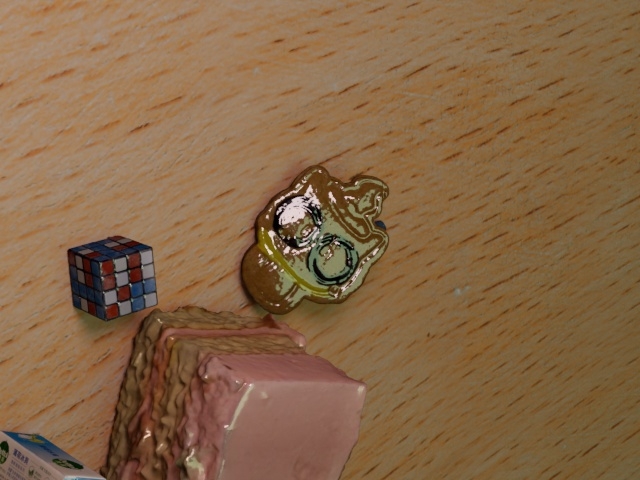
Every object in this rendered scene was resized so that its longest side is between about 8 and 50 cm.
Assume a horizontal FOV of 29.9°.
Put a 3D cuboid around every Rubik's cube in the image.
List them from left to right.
[{"bbox_3d":[-0.301,0.053,1.740,0.092,0.092,0.092,-18,113,-38],"label":"Rubik's cube"}]

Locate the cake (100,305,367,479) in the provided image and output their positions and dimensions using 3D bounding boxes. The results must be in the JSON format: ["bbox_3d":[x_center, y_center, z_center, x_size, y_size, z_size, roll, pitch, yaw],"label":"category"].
[{"bbox_3d":[-0.129,0.283,1.796,0.293,0.306,0.314,4,101,-36],"label":"cake"}]

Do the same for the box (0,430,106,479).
[{"bbox_3d":[-0.393,0.363,1.674,0.073,0.194,0.139,15,92,-42],"label":"box"}]

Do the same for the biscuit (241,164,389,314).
[{"bbox_3d":[0.000,0.000,1.960,0.290,0.041,0.208,-44,100,-7],"label":"biscuit"}]

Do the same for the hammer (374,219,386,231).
[{"bbox_3d":[0.052,0.002,2.071,0.194,0.069,0.116,-25,116,-44],"label":"hammer"}]
